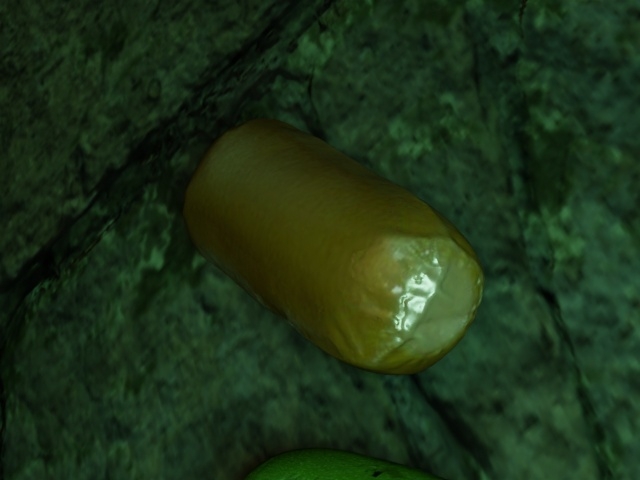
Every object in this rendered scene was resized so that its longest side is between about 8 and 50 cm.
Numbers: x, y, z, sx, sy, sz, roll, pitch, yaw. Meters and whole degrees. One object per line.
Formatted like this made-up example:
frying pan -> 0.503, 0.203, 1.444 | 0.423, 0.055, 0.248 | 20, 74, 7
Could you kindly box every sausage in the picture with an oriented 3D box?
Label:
sausage -> 0.000, -0.001, 1.002 | 0.105, 0.105, 0.274 | -55, 34, -1

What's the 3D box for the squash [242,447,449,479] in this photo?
squash -> 0.043, 0.154, 0.829 | 0.292, 0.082, 0.082 | 8, 68, 53
